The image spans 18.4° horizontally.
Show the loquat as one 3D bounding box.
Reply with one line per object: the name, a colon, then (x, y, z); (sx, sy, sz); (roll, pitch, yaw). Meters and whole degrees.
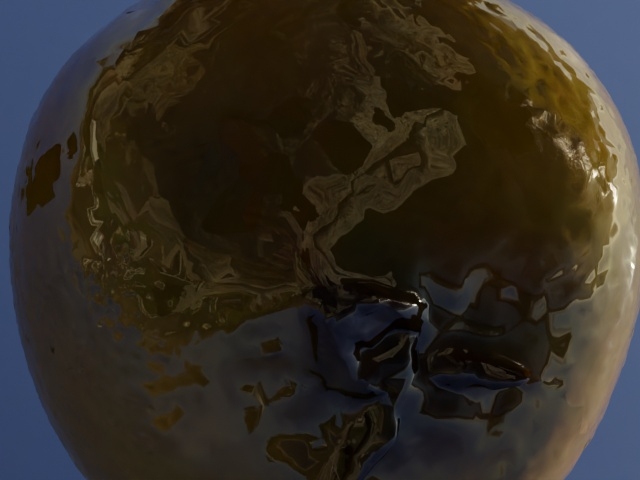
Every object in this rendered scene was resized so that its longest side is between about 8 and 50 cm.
loquat: (0.000, 0.000, 1.029); (0.328, 0.328, 0.359); (5, -164, -14)
